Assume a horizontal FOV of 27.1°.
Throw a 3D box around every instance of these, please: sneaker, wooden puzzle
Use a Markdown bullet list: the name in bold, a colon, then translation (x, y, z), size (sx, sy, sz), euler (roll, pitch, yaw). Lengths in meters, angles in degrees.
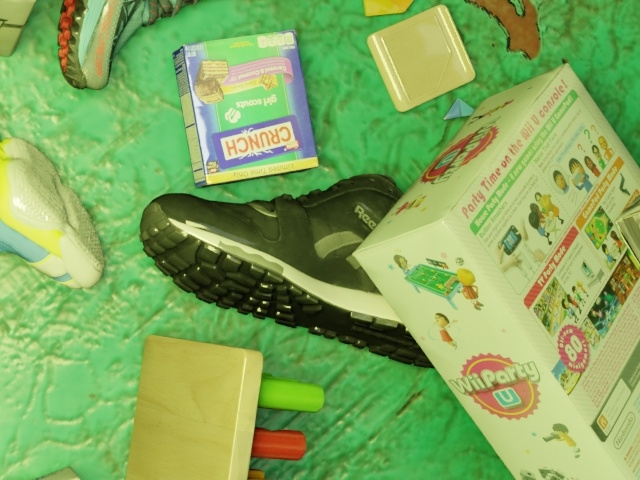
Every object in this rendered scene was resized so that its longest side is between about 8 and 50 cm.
- **sneaker**: translation (0.000, 0.000, 1.008), size (0.283, 0.107, 0.124), euler (21, 67, -24)
- **wooden puzzle**: translation (0.081, -0.148, 1.073), size (0.078, 0.014, 0.116), euler (-18, 93, -12)
- **sneaker**: translation (-0.267, -0.034, 0.940), size (0.126, 0.091, 0.240), euler (-38, 105, 10)
- **sneaker**: translation (-0.101, -0.218, 0.975), size (0.125, 0.104, 0.262), euler (27, 81, -16)

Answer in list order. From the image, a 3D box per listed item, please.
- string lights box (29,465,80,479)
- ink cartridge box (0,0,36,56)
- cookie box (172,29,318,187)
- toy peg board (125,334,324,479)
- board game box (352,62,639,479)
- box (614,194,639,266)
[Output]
- **string lights box**: translation (-0.274, 0.265, 0.918), size (0.259, 0.077, 0.133), euler (-17, 93, -16)
- **ink cartridge box**: translation (-0.227, -0.222, 0.875), size (0.092, 0.219, 0.160), euler (8, 85, -16)
- **cookie box**: translation (-0.057, -0.100, 1.015), size (0.091, 0.040, 0.107), euler (-11, 92, -17)
- **toy peg board**: translation (-0.068, 0.156, 0.948), size (0.079, 0.161, 0.161), euler (10, 85, -31)
- **board game box**: translation (0.192, 0.054, 1.002), size (0.303, 0.097, 0.224), euler (54, 47, -13)
- **box**: translation (0.390, 0.003, 1.065), size (0.307, 0.076, 0.242), euler (-40, 100, -39)
